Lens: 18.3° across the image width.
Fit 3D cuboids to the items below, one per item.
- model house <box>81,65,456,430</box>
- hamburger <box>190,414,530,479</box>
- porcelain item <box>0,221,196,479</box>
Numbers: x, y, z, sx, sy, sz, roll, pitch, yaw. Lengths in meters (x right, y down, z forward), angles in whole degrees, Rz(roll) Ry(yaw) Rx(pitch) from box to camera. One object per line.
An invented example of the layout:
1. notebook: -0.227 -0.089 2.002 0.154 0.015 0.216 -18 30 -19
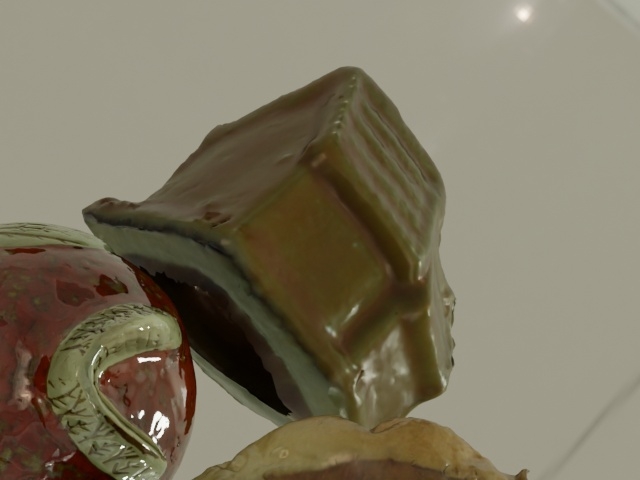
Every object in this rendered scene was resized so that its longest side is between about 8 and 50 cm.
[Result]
1. model house: 0.003 0.009 1.509 0.239 0.268 0.173 -43 -166 -29
2. hamburger: -0.040 0.239 1.164 0.330 0.209 0.162 -57 -171 27
3. porcelain item: -0.209 0.097 1.287 0.253 0.253 0.253 -49 -171 11
